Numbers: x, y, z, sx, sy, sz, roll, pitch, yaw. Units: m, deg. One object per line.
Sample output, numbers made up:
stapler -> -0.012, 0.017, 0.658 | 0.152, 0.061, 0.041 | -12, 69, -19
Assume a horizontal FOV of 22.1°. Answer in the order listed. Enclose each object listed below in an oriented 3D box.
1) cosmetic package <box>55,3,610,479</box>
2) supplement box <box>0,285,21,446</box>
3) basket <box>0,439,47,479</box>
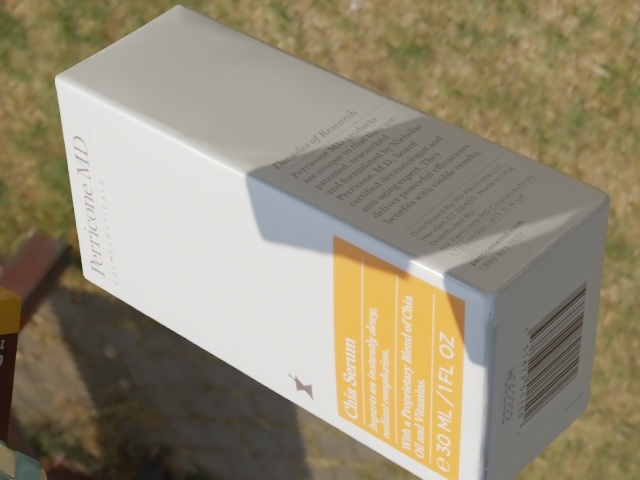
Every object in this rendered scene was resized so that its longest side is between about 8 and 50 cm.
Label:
cosmetic package -> 0.000, 0.000, 1.352 | 0.453, 0.161, 0.230 | 27, 137, 32
supplement box -> -0.273, 0.103, 0.869 | 0.191, 0.129, 0.194 | 19, 107, 41
basket -> -0.255, 0.140, 0.577 | 0.289, 0.201, 0.254 | 16, 114, -10
